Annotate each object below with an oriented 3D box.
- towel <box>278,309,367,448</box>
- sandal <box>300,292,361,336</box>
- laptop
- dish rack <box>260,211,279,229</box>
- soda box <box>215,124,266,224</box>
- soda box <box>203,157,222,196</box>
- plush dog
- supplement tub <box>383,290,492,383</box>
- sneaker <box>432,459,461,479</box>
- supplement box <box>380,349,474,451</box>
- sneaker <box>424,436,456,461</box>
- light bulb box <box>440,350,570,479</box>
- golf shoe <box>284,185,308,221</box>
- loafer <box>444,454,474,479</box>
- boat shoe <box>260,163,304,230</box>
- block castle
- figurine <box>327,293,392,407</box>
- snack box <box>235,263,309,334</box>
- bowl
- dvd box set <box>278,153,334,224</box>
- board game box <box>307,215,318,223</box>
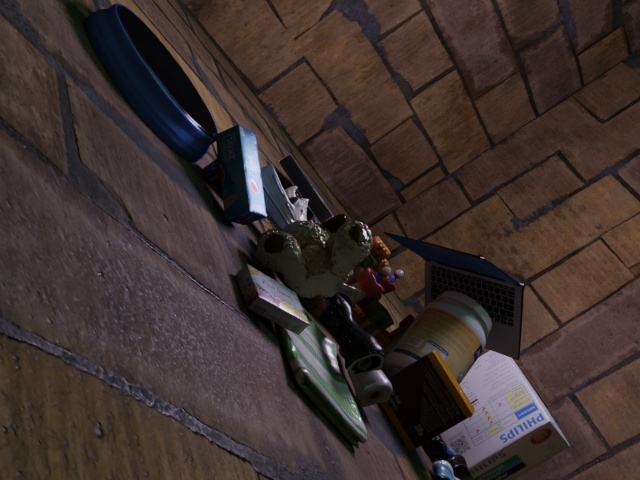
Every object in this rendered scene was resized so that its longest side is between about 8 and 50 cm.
[{"bbox_3d":[-0.007,0.246,1.454,0.248,0.038,0.324,51,9,-29],"label":"towel"},{"bbox_3d":[0.038,0.152,1.853,0.445,0.107,0.167,49,9,-36],"label":"sandal"},{"bbox_3d":[0.417,0.174,2.240,0.382,0.236,0.407,17,-64,45],"label":"laptop"},{"bbox_3d":[-0.146,-0.114,1.954,0.271,0.074,0.208,46,14,-55],"label":"dish rack"},{"bbox_3d":[-0.179,-0.146,1.580,0.067,0.071,0.209,17,61,-57],"label":"soda box"},{"bbox_3d":[-0.205,-0.117,1.673,0.169,0.053,0.060,51,9,-37],"label":"soda box"},{"bbox_3d":[-0.023,0.031,1.629,0.225,0.263,0.210,-110,-165,-55],"label":"plush dog"},{"bbox_3d":[0.364,0.330,2.163,0.228,0.316,0.228,33,-28,20],"label":"supplement tub"},{"bbox_3d":[0.351,0.673,1.895,0.162,0.063,0.073,50,26,-11],"label":"sneaker"},{"bbox_3d":[0.274,0.423,1.873,0.191,0.194,0.129,58,8,14],"label":"supplement box"},{"bbox_3d":[0.351,0.618,2.046,0.152,0.058,0.084,51,2,-7],"label":"sneaker"},{"bbox_3d":[0.599,0.625,2.452,0.225,0.358,0.361,48,12,-38],"label":"light bulb box"},{"bbox_3d":[-0.067,-0.101,2.353,0.176,0.086,0.069,57,6,-10],"label":"golf shoe"},{"bbox_3d":[0.407,0.687,2.036,0.220,0.080,0.078,48,10,-46],"label":"loafer"},{"bbox_3d":[-0.083,-0.076,1.769,0.258,0.084,0.095,56,-3,-30],"label":"boat shoe"},{"bbox_3d":[0.166,0.147,2.291,0.453,0.213,0.303,46,12,-51],"label":"block castle"},{"bbox_3d":[0.082,0.253,1.641,0.209,0.093,0.214,-117,-172,-45],"label":"figurine"},{"bbox_3d":[-0.093,0.115,1.362,0.141,0.037,0.100,34,17,-38],"label":"snack box"},{"bbox_3d":[-0.367,-0.359,1.590,0.391,0.077,0.391,55,8,-12],"label":"bowl"},{"bbox_3d":[-0.018,-0.147,2.764,0.307,0.062,0.420,56,2,16],"label":"dvd box set"},{"bbox_3d":[0.000,0.000,2.489,0.170,0.048,0.141,55,6,-5],"label":"board game box"}]
